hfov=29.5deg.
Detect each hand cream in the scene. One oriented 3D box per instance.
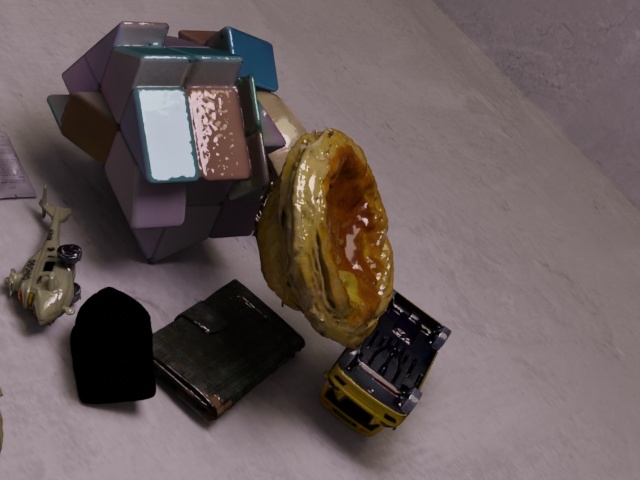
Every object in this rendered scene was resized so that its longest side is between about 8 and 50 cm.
[{"bbox_3d":[-0.514,-0.126,1.946,0.084,0.053,0.142,-7,66,-50],"label":"hand cream"}]

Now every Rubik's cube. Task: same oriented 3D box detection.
[{"bbox_3d":[-0.229,-0.174,1.969,0.358,0.368,0.387,-7,50,-34],"label":"Rubik's cube"}]

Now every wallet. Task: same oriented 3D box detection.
[{"bbox_3d":[-0.151,0.166,1.909,0.169,0.044,0.317,41,29,9],"label":"wallet"}]

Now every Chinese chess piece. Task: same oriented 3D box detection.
[{"bbox_3d":[-0.095,-0.153,2.226,0.103,0.250,0.250,-33,69,-22],"label":"Chinese chess piece"}]

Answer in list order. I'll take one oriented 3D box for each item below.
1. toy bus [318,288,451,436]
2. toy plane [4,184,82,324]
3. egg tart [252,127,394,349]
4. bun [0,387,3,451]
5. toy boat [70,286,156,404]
[{"bbox_3d":[0.099,0.210,2.006,0.145,0.151,0.331,38,28,1],"label":"toy bus"},{"bbox_3d":[-0.404,0.026,1.809,0.108,0.092,0.286,4,38,-5],"label":"toy plane"},{"bbox_3d":[0.000,0.000,1.851,0.352,0.150,0.352,-6,90,-67],"label":"egg tart"},{"bbox_3d":[-0.468,0.201,1.445,0.210,0.116,0.237,7,40,-41],"label":"bun"},{"bbox_3d":[-0.296,0.141,1.736,0.116,0.061,0.188,-2,43,-17],"label":"toy boat"}]
